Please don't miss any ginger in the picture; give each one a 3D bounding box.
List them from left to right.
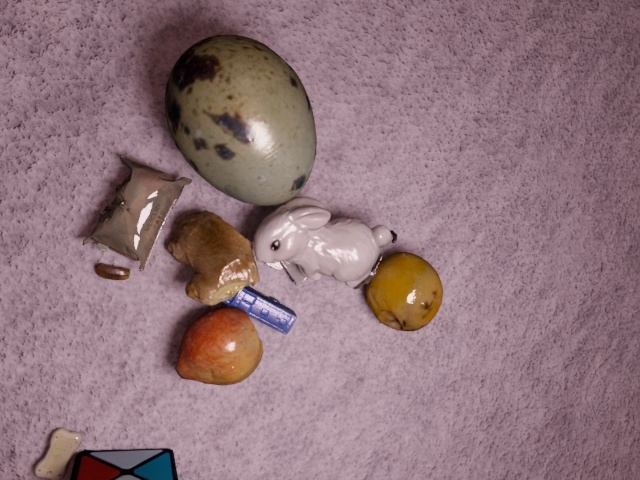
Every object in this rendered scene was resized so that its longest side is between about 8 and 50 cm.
[{"bbox_3d":[-0.285,0.050,1.139,0.276,0.130,0.221,21,71,16],"label":"ginger"}]

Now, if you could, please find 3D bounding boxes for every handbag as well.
[{"bbox_3d":[-0.470,-0.077,1.116,0.183,0.117,0.270,26,84,-11],"label":"handbag"}]

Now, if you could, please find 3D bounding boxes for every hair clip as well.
[{"bbox_3d":[-0.109,0.027,1.288,0.140,0.054,0.220,-32,100,-12],"label":"hair clip"}]

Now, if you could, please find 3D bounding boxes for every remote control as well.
[{"bbox_3d":[-0.656,0.536,1.105,0.074,0.032,0.122,28,83,-19],"label":"remote control"}]

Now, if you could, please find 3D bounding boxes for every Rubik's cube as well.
[{"bbox_3d":[-0.485,0.677,1.061,0.248,0.250,0.246,10,89,-23],"label":"Rubik's cube"}]

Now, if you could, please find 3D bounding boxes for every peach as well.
[{"bbox_3d":[-0.267,0.290,1.150,0.233,0.232,0.232,-1,92,-21],"label":"peach"}]

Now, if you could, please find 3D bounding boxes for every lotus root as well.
[{"bbox_3d":[-0.538,0.083,1.136,0.083,0.030,0.037,13,88,-20],"label":"lotus root"}]

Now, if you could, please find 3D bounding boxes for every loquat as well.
[{"bbox_3d":[0.257,0.151,1.342,0.244,0.244,0.243,-1,92,-21],"label":"loquat"}]

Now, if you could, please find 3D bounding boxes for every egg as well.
[{"bbox_3d":[-0.182,-0.286,1.094,0.345,0.345,0.428,-42,108,-15],"label":"egg"}]

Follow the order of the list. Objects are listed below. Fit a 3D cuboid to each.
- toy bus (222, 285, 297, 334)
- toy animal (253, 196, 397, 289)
[{"bbox_3d":[-0.179,0.179,1.240,0.236,0.094,0.079,31,80,-18],"label":"toy bus"},{"bbox_3d":[0.000,0.000,1.197,0.357,0.194,0.258,20,120,-35],"label":"toy animal"}]
